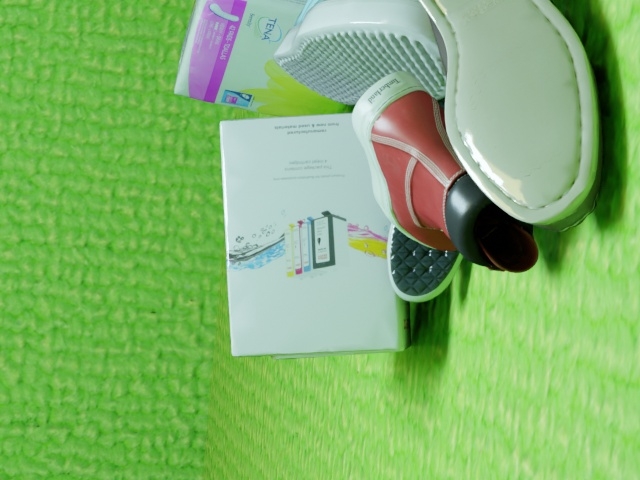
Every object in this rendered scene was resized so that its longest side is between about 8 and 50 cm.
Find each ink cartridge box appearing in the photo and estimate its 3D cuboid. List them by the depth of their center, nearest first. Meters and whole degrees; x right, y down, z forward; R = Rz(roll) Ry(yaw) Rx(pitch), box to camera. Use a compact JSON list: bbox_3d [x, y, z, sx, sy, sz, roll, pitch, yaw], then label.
[{"bbox_3d":[0.000,0.000,1.578,0.171,0.168,0.232,25,-118,-83],"label":"ink cartridge box"}]

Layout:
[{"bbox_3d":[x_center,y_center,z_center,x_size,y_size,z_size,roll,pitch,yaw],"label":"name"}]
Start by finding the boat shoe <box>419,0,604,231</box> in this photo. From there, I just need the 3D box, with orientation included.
[{"bbox_3d":[0.146,-0.131,1.210,0.097,0.117,0.324,43,-157,-50],"label":"boat shoe"}]

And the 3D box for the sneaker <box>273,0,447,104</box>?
[{"bbox_3d":[0.056,-0.220,1.486,0.150,0.135,0.366,-63,19,-5],"label":"sneaker"}]

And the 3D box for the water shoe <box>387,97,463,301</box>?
[{"bbox_3d":[0.110,-0.040,1.486,0.080,0.073,0.203,41,-121,-80],"label":"water shoe"}]

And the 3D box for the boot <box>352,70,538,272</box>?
[{"bbox_3d":[0.121,-0.014,1.298,0.176,0.088,0.244,50,178,29],"label":"boot"}]

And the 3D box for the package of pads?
[{"bbox_3d":[-0.047,-0.251,1.948,0.296,0.229,0.101,119,161,-66],"label":"package of pads"}]
